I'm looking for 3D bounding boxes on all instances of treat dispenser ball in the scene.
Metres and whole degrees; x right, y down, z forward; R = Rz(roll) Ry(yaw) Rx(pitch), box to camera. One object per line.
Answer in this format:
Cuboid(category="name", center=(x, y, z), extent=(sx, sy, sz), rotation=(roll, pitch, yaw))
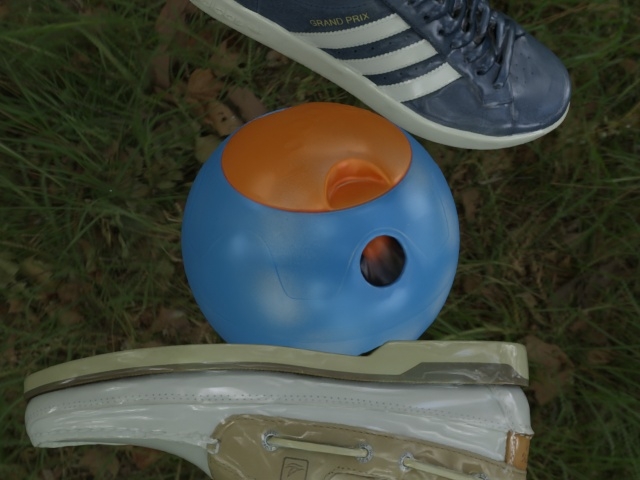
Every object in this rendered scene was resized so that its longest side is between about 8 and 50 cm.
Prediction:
Cuboid(category="treat dispenser ball", center=(0.000, 0.000, 0.795), extent=(0.288, 0.288, 0.288), rotation=(-1, 94, -15))

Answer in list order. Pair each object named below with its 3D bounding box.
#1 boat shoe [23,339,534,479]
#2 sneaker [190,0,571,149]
Cuboid(category="boat shoe", center=(-0.024, 0.116, 0.443), extent=(0.302, 0.113, 0.103), rotation=(-2, 76, 0))
Cuboid(category="sneaker", center=(0.068, -0.181, 0.560), extent=(0.350, 0.148, 0.131), rotation=(19, 63, -19))
